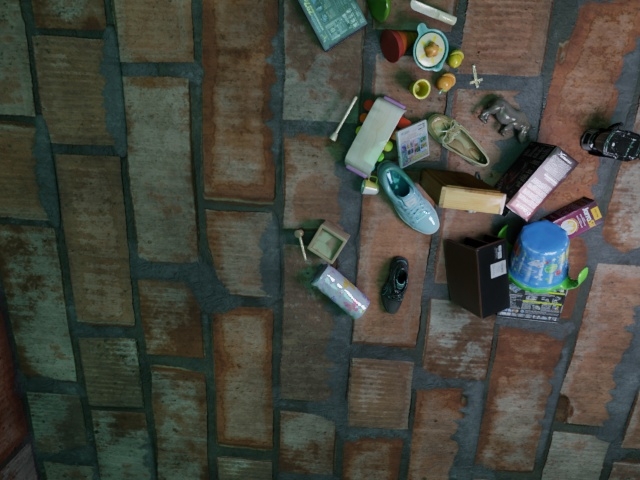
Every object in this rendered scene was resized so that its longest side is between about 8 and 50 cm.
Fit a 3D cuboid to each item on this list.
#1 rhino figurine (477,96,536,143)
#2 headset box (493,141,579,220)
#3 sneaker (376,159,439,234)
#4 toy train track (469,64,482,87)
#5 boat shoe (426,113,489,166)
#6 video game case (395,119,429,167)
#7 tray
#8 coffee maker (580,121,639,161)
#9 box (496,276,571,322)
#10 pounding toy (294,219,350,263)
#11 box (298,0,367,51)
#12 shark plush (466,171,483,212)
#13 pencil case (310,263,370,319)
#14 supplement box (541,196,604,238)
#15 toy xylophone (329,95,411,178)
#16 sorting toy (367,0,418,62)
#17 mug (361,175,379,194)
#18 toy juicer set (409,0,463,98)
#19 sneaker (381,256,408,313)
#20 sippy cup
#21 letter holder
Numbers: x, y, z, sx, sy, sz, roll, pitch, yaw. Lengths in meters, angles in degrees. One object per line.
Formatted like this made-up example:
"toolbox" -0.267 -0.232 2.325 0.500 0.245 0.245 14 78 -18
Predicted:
"rhino figurine" 0.723 -0.449 1.597 0.243 0.073 0.106 31 110 -8
"headset box" 0.781 -0.217 1.589 0.110 0.218 0.293 34 106 -7
"sneaker" 0.347 -0.154 1.674 0.135 0.150 0.366 -41 100 16
"toy train track" 0.585 -0.619 1.583 0.048 0.014 0.084 -15 105 8
"boat shoe" 0.535 -0.388 1.619 0.285 0.089 0.105 33 107 -6
"video game case" 0.356 -0.372 1.615 0.157 0.019 0.143 -29 121 -27
"tray" 0.492 -0.190 1.516 0.202 0.411 0.076 7 109 2
"coffee maker" 1.081 -0.346 1.548 0.171 0.178 0.120 38 108 -5
"box" 0.904 0.234 1.807 0.269 0.060 0.217 5 107 2
"pounding toy" -0.009 0.004 1.786 0.206 0.094 0.181 33 112 3
"box" 0.038 -0.842 1.527 0.183 0.059 0.233 -29 104 12
"shark plush" 0.628 -0.190 1.697 0.067 0.073 0.162 7 116 33
"pencil case" 0.085 0.225 1.833 0.273 0.113 0.124 39 116 -8
"supplement box" 1.011 -0.080 1.688 0.188 0.081 0.104 -29 103 12
"toy xylophone" 0.186 -0.417 1.620 0.236 0.081 0.323 38 102 7
"sorting toy" 0.258 -0.840 1.503 0.126 0.127 0.366 -26 107 -13
"mug" 0.206 -0.218 1.709 0.064 0.062 0.078 11 153 -8
"toy juicer set" 0.427 -0.688 1.507 0.209 0.089 0.329 -8 114 -10
"sneaker" 0.322 0.205 1.815 0.100 0.106 0.268 6 109 1
"sippy cup" 0.846 0.049 1.619 0.305 0.240 0.224 3 145 20
"letter holder" 0.647 0.132 1.750 0.151 0.214 0.302 -17 108 -18
